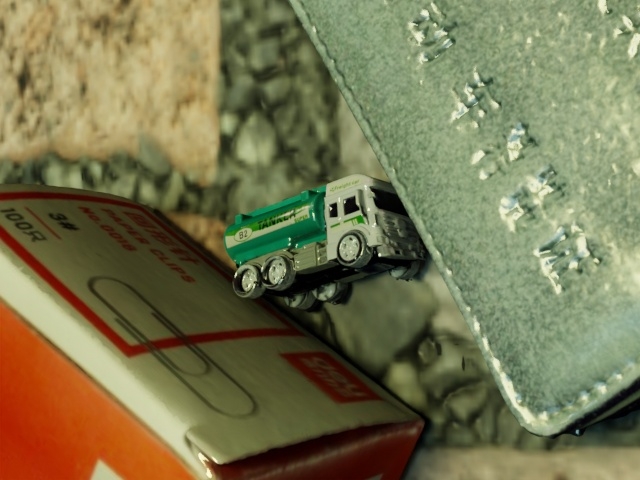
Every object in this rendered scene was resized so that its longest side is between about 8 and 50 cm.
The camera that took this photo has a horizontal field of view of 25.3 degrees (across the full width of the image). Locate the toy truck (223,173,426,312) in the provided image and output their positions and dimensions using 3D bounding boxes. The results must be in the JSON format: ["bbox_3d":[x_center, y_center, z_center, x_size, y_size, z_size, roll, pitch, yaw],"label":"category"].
[{"bbox_3d":[0.000,0.000,0.560,0.083,0.039,0.044,-19,68,39],"label":"toy truck"}]

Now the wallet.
[{"bbox_3d":[0.086,-0.059,0.490,0.167,0.036,0.222,-40,69,33],"label":"wallet"}]

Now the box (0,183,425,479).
[{"bbox_3d":[-0.070,0.060,0.558,0.182,0.133,0.099,37,113,31],"label":"box"}]
